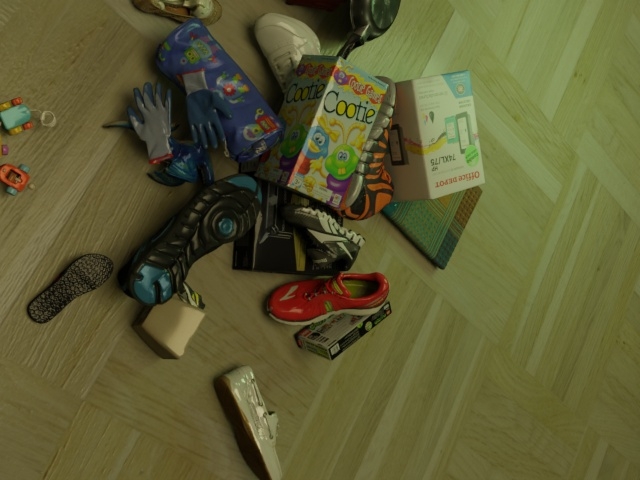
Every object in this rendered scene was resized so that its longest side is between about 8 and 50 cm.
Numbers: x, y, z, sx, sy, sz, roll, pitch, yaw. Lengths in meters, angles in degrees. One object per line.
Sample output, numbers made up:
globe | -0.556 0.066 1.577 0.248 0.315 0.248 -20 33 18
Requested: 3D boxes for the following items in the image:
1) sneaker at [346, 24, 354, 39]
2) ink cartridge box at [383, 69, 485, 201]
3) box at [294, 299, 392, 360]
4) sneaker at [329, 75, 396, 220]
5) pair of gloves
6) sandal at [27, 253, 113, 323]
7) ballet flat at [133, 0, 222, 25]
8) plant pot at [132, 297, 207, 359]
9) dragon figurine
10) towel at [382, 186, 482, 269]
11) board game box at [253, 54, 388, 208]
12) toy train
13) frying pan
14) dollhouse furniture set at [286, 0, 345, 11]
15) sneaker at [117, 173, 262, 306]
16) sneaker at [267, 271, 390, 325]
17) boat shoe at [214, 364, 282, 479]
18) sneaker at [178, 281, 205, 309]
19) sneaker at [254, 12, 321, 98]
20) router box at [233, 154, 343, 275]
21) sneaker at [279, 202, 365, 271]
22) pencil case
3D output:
sneaker | 0.111 -0.575 1.995 0.111 0.103 0.252 37 62 -28
ink cartridge box | 0.233 -0.241 1.968 0.198 0.197 0.270 -18 102 -38
box | 0.054 0.191 1.933 0.207 0.114 0.036 -34 122 -32
sneaker | 0.106 -0.196 1.884 0.180 0.124 0.321 30 80 -59
pair of gloves | -0.267 -0.238 1.606 0.198 0.023 0.159 -14 89 6
sandal | -0.471 0.084 1.579 0.179 0.040 0.067 -39 108 -16
ballet flat | -0.276 -0.479 1.705 0.206 0.067 0.073 -4 92 -38
plant pot | -0.306 0.163 1.666 0.096 0.109 0.109 38 68 -19
dragon figurine | -0.288 -0.156 1.685 0.289 0.085 0.144 9 84 -39
towel | 0.257 -0.137 2.143 0.370 0.040 0.271 44 65 -31
board game box | 0.001 -0.226 1.736 0.144 0.142 0.275 22 89 -35
toy train | -0.550 -0.171 1.509 0.125 0.046 0.166 30 75 -35
frying pan | 0.093 -0.493 1.826 0.326 0.053 0.197 -53 147 -32
dollhouse furniture set | -0.111 -0.640 1.811 0.374 0.152 0.201 6 87 -21
sneaker | -0.262 -0.016 1.657 0.341 0.139 0.125 -42 115 -23
sneaker | 0.018 0.111 1.857 0.279 0.118 0.107 -9 64 -12
boat shoe | -0.129 0.397 1.803 0.096 0.098 0.277 -28 106 -34
sneaker | -0.267 0.116 1.742 0.035 0.031 0.083 -45 121 -44
sneaker | -0.039 -0.358 1.835 0.305 0.114 0.152 50 33 -26
router box | -0.063 -0.079 1.863 0.242 0.081 0.309 6 86 -38
sneaker | 0.000 0.000 1.811 0.234 0.078 0.106 30 70 -38
pencil case | -0.203 -0.289 1.666 0.133 0.119 0.306 -37 88 -24
